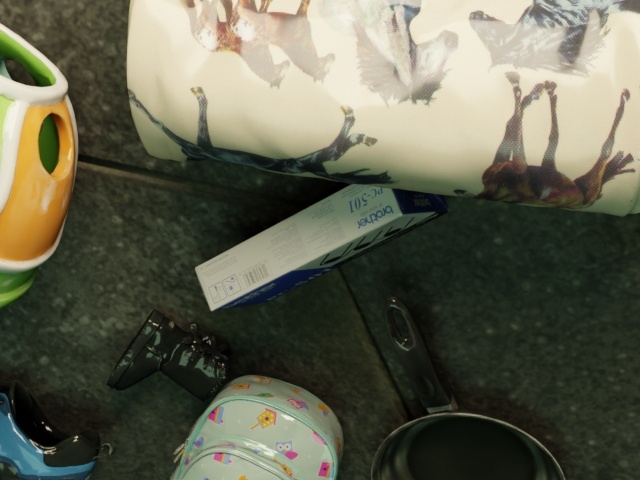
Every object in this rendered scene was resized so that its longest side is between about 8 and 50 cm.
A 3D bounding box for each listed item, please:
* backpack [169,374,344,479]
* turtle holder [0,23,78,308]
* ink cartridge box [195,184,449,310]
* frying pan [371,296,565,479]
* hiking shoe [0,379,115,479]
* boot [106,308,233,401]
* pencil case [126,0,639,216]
[{"bbox_3d":[-0.065,0.237,1.097,0.166,0.144,0.188,24,97,7],"label":"backpack"},{"bbox_3d":[-0.346,-0.093,0.932,0.320,0.243,0.227,47,113,29],"label":"turtle holder"},{"bbox_3d":[0.000,0.000,0.959,0.207,0.097,0.046,-27,80,28],"label":"ink cartridge box"},{"bbox_3d":[0.108,0.198,1.098,0.197,0.053,0.326,-34,108,30],"label":"frying pan"},{"bbox_3d":[-0.379,0.196,1.204,0.304,0.113,0.132,30,95,1],"label":"hiking shoe"},{"bbox_3d":[-0.153,0.132,1.123,0.099,0.045,0.121,33,121,-9],"label":"boot"},{"bbox_3d":[0.047,-0.131,0.824,0.411,0.160,0.183,7,80,10],"label":"pencil case"}]
